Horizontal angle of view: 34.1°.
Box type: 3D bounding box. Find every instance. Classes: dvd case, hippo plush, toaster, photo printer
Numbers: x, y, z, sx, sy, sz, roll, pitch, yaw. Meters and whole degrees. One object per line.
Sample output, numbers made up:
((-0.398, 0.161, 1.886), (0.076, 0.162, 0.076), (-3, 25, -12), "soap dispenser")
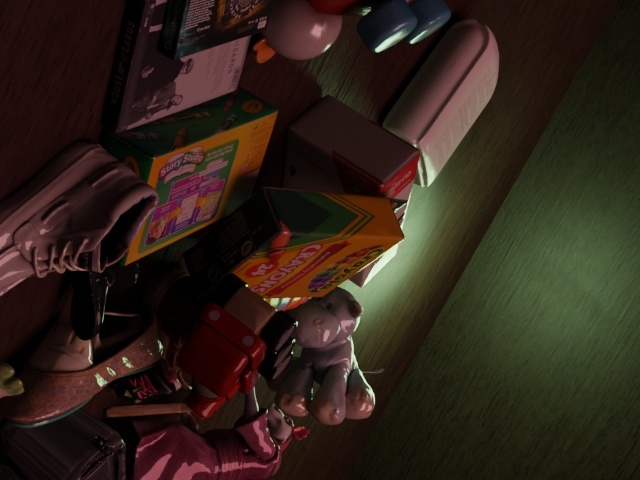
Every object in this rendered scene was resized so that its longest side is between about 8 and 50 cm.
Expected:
((-0.162, -0.239, 1.280), (0.239, 0.029, 0.179), (-33, 149, -52), "dvd case")
((0.033, 0.228, 2.189), (0.294, 0.234, 0.236), (-16, 127, -35), "hippo plush")
((-0.365, 0.312, 1.473), (0.129, 0.146, 0.227), (-44, 158, -35), "toaster")
((0.255, -0.286, 2.115), (0.307, 0.107, 0.256), (-55, 161, -9), "photo printer")

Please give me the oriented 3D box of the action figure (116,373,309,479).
((-0.176, 0.375, 1.764), (0.370, 0.275, 0.248), (-7, 152, -27), "action figure")

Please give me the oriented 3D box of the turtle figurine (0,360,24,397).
((-0.432, 0.190, 1.043), (0.266, 0.198, 0.274), (-50, 164, -32), "turtle figurine")

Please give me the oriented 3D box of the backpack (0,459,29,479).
((-0.442, 0.431, 1.348), (0.213, 0.276, 0.263), (-9, 127, -49), "backpack")

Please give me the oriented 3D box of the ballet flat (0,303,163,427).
((-0.325, 0.154, 1.429), (0.316, 0.108, 0.106), (-28, 126, -64), "ballet flat")

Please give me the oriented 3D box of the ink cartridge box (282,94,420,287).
((0.042, -0.079, 1.778), (0.114, 0.197, 0.273), (-43, 156, -32), "ink cartridge box")

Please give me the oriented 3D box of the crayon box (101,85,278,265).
((-0.181, -0.093, 1.383), (0.278, 0.081, 0.165), (-30, 147, -53), "crayon box")

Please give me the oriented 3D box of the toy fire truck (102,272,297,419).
((-0.171, 0.183, 1.458), (0.246, 0.158, 0.217), (-50, 169, -21), "toy fire truck")

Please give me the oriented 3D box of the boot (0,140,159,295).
((-0.300, 0.003, 1.176), (0.258, 0.123, 0.095), (-50, 160, -21), "boot")

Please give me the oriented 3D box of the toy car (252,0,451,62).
((0.005, -0.318, 1.393), (0.238, 0.219, 0.210), (-34, 177, 33), "toy car")

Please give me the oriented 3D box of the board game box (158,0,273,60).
((-0.112, -0.293, 1.236), (0.186, 0.026, 0.126), (-33, 148, -51), "board game box")

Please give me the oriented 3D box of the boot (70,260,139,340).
((-0.285, 0.064, 1.385), (0.099, 0.045, 0.121), (-19, 112, -60), "boot")

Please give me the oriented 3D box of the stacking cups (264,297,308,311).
((-0.092, 0.102, 1.892), (0.096, 0.096, 0.316), (-60, 161, 9), "stacking cups")

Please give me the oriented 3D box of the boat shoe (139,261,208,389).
((-0.202, 0.167, 1.680), (0.123, 0.123, 0.342), (-47, 158, -28), "boat shoe")

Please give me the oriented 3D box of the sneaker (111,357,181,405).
((-0.273, 0.221, 1.605), (0.075, 0.063, 0.170), (-36, -168, -28), "sneaker")

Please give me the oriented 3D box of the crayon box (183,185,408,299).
((-0.018, 0.009, 1.567), (0.318, 0.081, 0.202), (1, 150, -46), "crayon box")
